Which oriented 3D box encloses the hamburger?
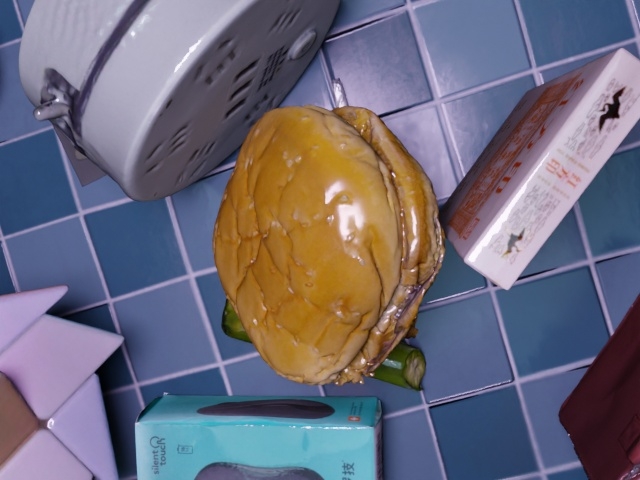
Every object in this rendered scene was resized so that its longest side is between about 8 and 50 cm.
[{"bbox_3d":[0.000,0.000,0.806,0.158,0.318,0.318,-7,95,-35],"label":"hamburger"}]

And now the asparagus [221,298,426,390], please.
[{"bbox_3d":[0.004,0.129,0.931,0.277,0.060,0.067,14,102,7],"label":"asparagus"}]

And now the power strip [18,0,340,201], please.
[{"bbox_3d":[-0.145,-0.204,0.779,0.161,0.357,0.357,43,99,4],"label":"power strip"}]

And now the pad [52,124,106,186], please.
[{"bbox_3d":[-0.309,-0.184,0.978,0.127,0.004,0.190,-26,90,9],"label":"pad"}]

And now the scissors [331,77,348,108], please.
[{"bbox_3d":[0.041,-0.101,0.927,0.110,0.021,0.212,-10,93,12],"label":"scissors"}]

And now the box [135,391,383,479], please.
[{"bbox_3d":[-0.075,0.311,0.929,0.311,0.118,0.205,0,93,8],"label":"box"}]

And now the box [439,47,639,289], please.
[{"bbox_3d":[0.201,-0.072,0.733,0.051,0.365,0.204,36,98,0],"label":"box"}]

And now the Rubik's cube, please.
[{"bbox_3d":[-0.432,0.229,0.863,0.358,0.368,0.387,-13,119,50],"label":"Rubik's cube"}]

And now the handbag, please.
[{"bbox_3d":[0.367,0.146,0.773,0.084,0.275,0.260,34,97,6],"label":"handbag"}]
